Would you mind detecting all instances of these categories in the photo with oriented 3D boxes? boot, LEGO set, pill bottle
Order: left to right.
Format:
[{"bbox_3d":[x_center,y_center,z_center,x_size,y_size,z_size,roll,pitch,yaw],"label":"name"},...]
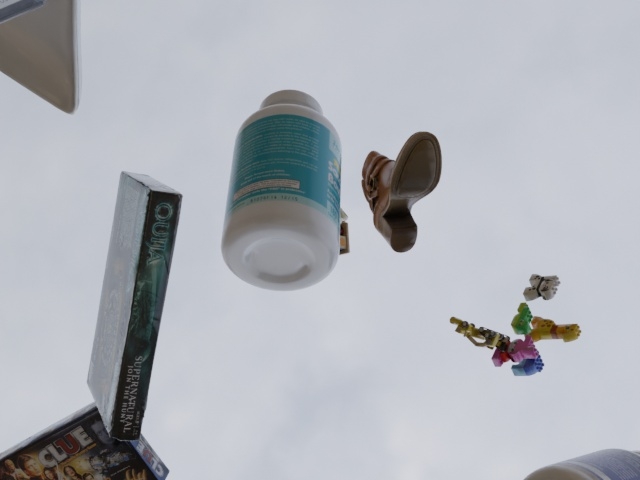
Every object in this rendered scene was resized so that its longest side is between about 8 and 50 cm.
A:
[{"bbox_3d":[-0.045,-0.076,1.084,0.146,0.146,0.264,-19,-134,25],"label":"pill bottle"},{"bbox_3d":[0.107,-0.098,1.230,0.152,0.072,0.197,-115,-148,-52],"label":"boot"},{"bbox_3d":[0.383,0.155,1.421,0.093,0.087,0.227,-8,-148,38],"label":"LEGO set"},{"bbox_3d":[0.394,0.371,1.157,0.153,0.264,0.153,-3,-94,44],"label":"pill bottle"}]

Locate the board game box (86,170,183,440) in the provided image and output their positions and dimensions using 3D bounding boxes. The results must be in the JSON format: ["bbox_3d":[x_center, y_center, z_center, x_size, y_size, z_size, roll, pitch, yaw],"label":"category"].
[{"bbox_3d":[-0.148,0.045,0.652,0.126,0.026,0.186,-154,-106,-64],"label":"board game box"}]

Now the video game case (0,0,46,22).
[{"bbox_3d":[-0.291,-0.185,0.387,0.196,0.274,0.026,-16,-130,15],"label":"video game case"}]

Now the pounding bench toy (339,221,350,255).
[{"bbox_3d":[0.000,0.000,1.367,0.083,0.065,0.052,-14,-105,45],"label":"pounding bench toy"}]

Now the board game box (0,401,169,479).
[{"bbox_3d":[-0.387,0.365,1.331,0.243,0.165,0.042,-30,-168,15],"label":"board game box"}]

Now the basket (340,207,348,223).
[{"bbox_3d":[-0.046,-0.056,1.472,0.167,0.113,0.103,51,-59,16],"label":"basket"}]

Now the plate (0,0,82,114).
[{"bbox_3d":[-0.304,-0.285,0.728,0.277,0.278,0.045,33,-132,12],"label":"plate"}]

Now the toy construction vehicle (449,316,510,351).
[{"bbox_3d":[0.259,0.157,1.349,0.098,0.085,0.035,18,-93,45],"label":"toy construction vehicle"}]
